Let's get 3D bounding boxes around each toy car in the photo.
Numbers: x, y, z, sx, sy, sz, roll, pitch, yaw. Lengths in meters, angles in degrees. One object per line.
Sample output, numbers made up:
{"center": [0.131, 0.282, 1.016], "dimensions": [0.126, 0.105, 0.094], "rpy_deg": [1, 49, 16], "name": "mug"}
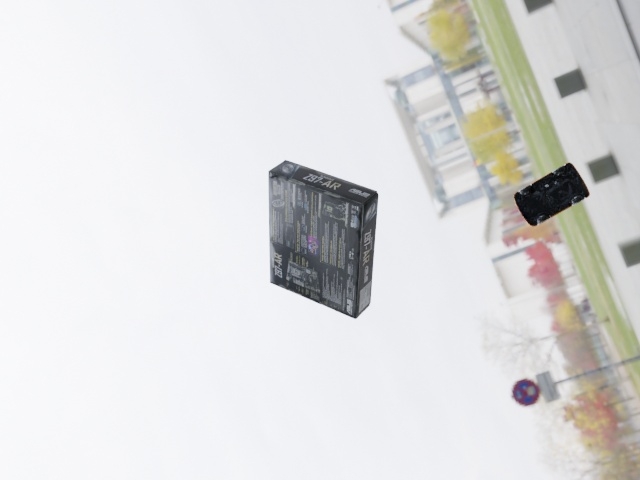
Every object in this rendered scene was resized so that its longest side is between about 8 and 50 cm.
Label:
{"center": [0.222, -0.013, 0.640], "dimensions": [0.122, 0.060, 0.040], "rpy_deg": [44, -164, 12], "name": "toy car"}

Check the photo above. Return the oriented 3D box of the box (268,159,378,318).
{"center": [0.000, 0.000, 0.465], "dimensions": [0.018, 0.067, 0.083], "rpy_deg": [-39, -40, -44], "name": "box"}
